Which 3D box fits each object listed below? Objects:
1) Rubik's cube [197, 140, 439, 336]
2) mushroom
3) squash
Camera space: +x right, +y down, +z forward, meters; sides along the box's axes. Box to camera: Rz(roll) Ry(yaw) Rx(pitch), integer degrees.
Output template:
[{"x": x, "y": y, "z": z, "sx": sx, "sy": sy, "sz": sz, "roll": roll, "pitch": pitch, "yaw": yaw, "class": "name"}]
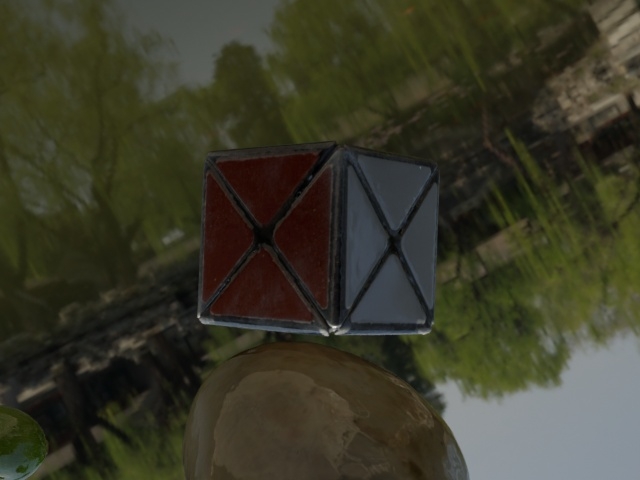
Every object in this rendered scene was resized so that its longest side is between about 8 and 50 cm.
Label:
[{"x": 0.000, "y": 0.000, "z": 1.394, "sx": 0.259, "sy": 0.254, "sz": 0.260, "roll": 2, "pitch": 177, "yaw": 36, "class": "Rubik's cube"}, {"x": -0.010, "y": 0.257, "z": 0.954, "sx": 0.290, "sy": 0.297, "sz": 0.297, "roll": -63, "pitch": 168, "yaw": 15, "class": "mushroom"}, {"x": -0.321, "y": 0.161, "z": 0.790, "sx": 0.201, "sy": 0.066, "sz": 0.066, "roll": 4, "pitch": 173, "yaw": -9, "class": "squash"}]
